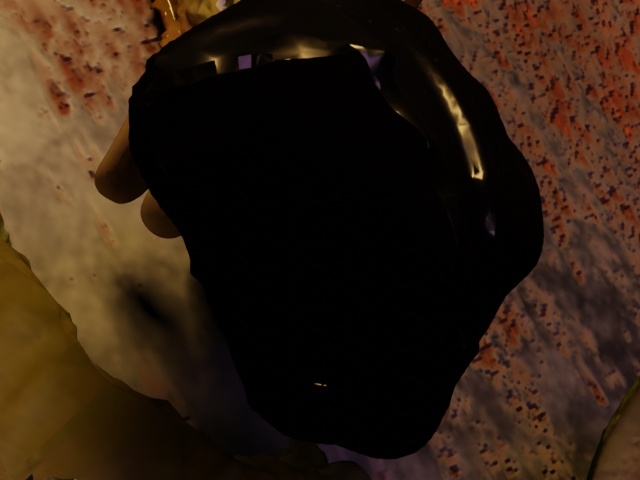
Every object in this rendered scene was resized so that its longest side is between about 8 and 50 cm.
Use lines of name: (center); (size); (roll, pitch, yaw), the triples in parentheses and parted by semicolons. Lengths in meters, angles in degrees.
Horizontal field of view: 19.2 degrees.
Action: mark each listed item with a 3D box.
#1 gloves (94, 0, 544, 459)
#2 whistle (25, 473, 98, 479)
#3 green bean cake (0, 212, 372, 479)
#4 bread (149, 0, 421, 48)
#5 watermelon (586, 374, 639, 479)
gloves: (0.007, -0.002, 0.736); (0.152, 0.301, 0.197); (-23, 93, -11)
whistle: (-0.098, 0.227, 0.569); (0.062, 0.062, 0.312); (11, 95, -33)
green bean cake: (-0.113, 0.102, 0.689); (0.236, 0.124, 0.233); (39, 49, -13)
bread: (-0.012, -0.177, 0.913); (0.134, 0.129, 0.260); (-5, 71, -46)
watermelon: (0.198, 0.187, 0.882); (0.128, 0.159, 0.303); (-32, 90, -13)
